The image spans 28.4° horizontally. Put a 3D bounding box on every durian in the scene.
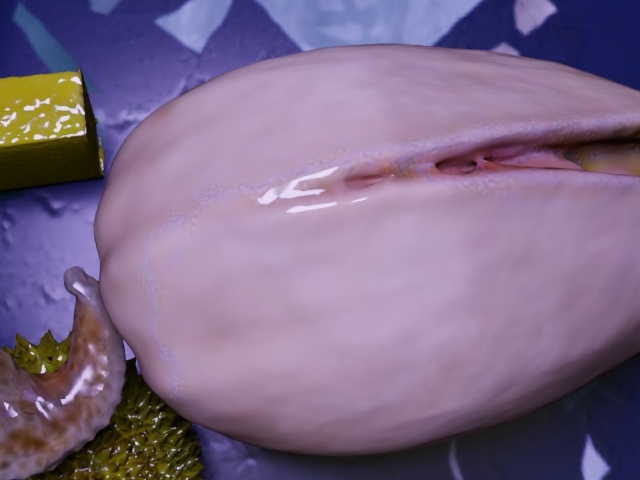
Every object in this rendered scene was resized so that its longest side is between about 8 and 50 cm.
[{"bbox_3d":[-0.152,0.143,0.662,0.198,0.146,0.159,-40,99,0],"label":"durian"}]

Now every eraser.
[{"bbox_3d":[-0.188,-0.058,0.712,0.122,0.097,0.045,-8,79,-4],"label":"eraser"}]

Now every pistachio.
[{"bbox_3d":[0.051,-0.003,0.607,0.318,0.214,0.193,-11,76,-16],"label":"pistachio"}]

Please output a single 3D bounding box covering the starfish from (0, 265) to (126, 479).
[{"bbox_3d":[-0.276,-0.070,0.575,0.324,0.082,0.432,-17,70,-28],"label":"starfish"}]
